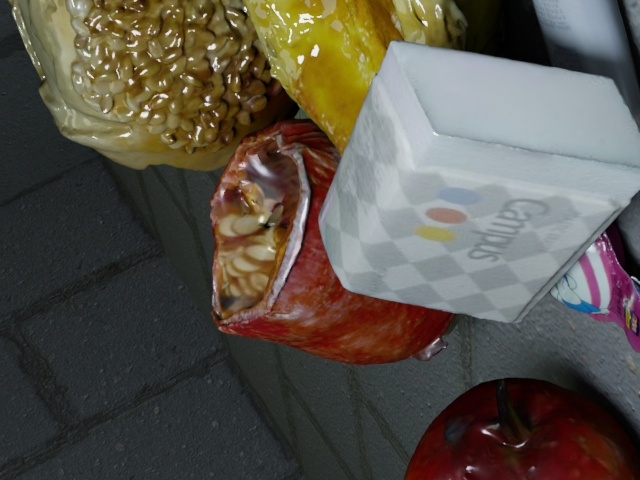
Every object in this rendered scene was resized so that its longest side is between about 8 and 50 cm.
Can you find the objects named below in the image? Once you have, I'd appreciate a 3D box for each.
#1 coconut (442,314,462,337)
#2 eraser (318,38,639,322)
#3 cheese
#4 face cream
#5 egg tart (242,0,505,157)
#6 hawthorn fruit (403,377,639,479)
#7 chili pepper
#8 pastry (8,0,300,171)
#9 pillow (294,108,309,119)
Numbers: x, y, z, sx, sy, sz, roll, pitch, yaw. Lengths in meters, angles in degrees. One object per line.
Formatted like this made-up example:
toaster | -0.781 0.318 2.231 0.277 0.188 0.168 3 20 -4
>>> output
coconut | 0.103 0.053 1.828 0.147 0.147 0.152 62 165 4
eraser | 0.122 -0.035 1.292 0.397 0.213 0.082 114 165 -70
cheese | 0.248 0.029 1.389 0.244 0.062 0.155 53 162 37
face cream | 0.210 -0.151 1.199 0.084 0.057 0.198 40 156 59
egg tart | 0.049 -0.236 1.417 0.388 0.169 0.388 54 162 25
hawthorn fruit | 0.204 0.272 1.560 0.285 0.284 0.369 50 158 45
chili pepper | 0.000 0.000 1.647 0.305 0.251 0.229 13 -156 -48
pastry | -0.148 -0.273 1.662 0.245 0.409 0.409 2 121 52
pillow | -0.009 -0.146 2.026 0.281 0.076 0.274 -124 23 -43
